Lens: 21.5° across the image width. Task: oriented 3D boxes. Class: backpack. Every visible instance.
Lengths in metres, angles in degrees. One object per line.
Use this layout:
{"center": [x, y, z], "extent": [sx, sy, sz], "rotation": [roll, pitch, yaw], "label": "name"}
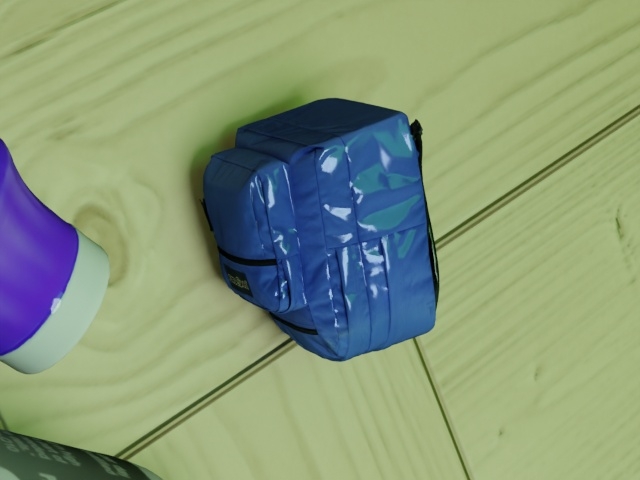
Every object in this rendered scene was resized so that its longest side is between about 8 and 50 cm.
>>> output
{"center": [0.000, 0.000, 0.839], "extent": [0.101, 0.098, 0.120], "rotation": [-20, 109, -18], "label": "backpack"}

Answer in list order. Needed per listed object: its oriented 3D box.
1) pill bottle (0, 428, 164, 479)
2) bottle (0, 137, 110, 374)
{"center": [-0.144, 0.152, 0.661], "extent": [0.283, 0.161, 0.161], "rotation": [20, 74, -37], "label": "pill bottle"}
{"center": [-0.208, -0.041, 0.665], "extent": [0.283, 0.092, 0.118], "rotation": [38, 63, -32], "label": "bottle"}
